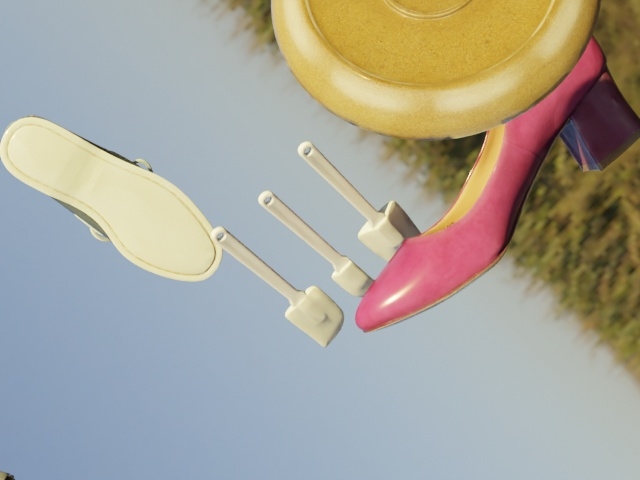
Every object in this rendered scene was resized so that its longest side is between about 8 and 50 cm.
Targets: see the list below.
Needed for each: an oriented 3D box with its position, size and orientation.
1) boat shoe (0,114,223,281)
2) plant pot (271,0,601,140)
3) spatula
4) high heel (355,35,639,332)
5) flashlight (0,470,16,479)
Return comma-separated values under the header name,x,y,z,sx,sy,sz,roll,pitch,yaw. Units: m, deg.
name,x,y,z,sx,sy,sz,roll,pitch,yaw
boat shoe,-0.214,-0.044,1.523,0.255,0.095,0.079,28,-175,-9
plant pot,0.079,-0.184,1.040,0.236,0.236,0.032,47,173,21
spatula,0.000,0.000,1.525,0.242,0.168,0.019,43,-176,-46
high heel,0.144,-0.076,1.489,0.181,0.377,0.127,52,164,-7
flashlight,-0.350,0.386,2.034,0.304,0.103,0.103,19,156,7
